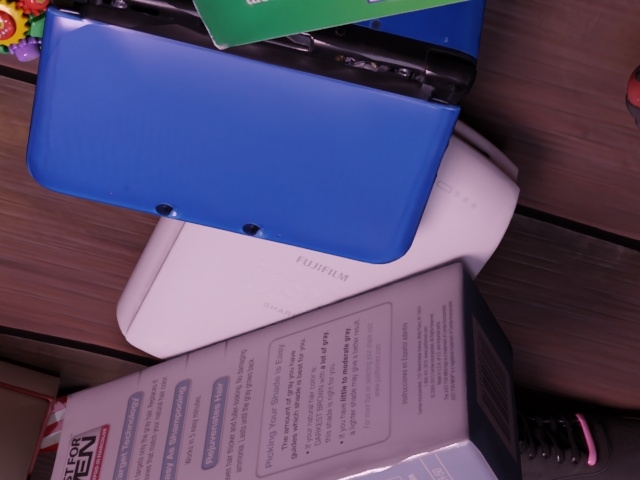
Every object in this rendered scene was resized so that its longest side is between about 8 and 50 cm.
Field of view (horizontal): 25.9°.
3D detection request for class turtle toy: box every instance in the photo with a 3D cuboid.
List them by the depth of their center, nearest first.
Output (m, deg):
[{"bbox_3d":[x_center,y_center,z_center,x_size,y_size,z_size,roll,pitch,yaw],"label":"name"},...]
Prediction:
[{"bbox_3d":[-0.222,-0.174,1.057,0.130,0.066,0.095,13,128,-6],"label":"turtle toy"}]

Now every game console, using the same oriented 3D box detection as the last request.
[{"bbox_3d":[-0.044,-0.150,1.006,0.293,0.250,0.173,13,158,-7],"label":"game console"}]

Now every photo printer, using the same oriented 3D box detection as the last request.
[{"bbox_3d":[0.000,0.000,1.154,0.256,0.107,0.307,22,127,-14],"label":"photo printer"}]

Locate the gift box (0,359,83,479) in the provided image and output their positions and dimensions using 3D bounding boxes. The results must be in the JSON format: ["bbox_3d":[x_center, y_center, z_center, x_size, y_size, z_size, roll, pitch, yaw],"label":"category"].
[{"bbox_3d":[-0.369,0.214,1.268,0.255,0.258,0.276,22,107,-11],"label":"gift box"}]

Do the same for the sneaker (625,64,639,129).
[{"bbox_3d":[0.332,-0.177,0.995,0.276,0.097,0.135,-28,122,21],"label":"sneaker"}]

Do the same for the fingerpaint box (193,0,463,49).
[{"bbox_3d":[0.134,-0.320,0.706,0.445,0.371,0.163,-10,147,11],"label":"fingerpaint box"}]

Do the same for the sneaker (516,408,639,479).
[{"bbox_3d":[0.182,0.182,1.262,0.296,0.104,0.147,-7,137,-4],"label":"sneaker"}]

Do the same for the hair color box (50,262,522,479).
[{"bbox_3d":[-0.035,0.171,1.107,0.374,0.185,0.113,-19,128,19],"label":"hair color box"}]
